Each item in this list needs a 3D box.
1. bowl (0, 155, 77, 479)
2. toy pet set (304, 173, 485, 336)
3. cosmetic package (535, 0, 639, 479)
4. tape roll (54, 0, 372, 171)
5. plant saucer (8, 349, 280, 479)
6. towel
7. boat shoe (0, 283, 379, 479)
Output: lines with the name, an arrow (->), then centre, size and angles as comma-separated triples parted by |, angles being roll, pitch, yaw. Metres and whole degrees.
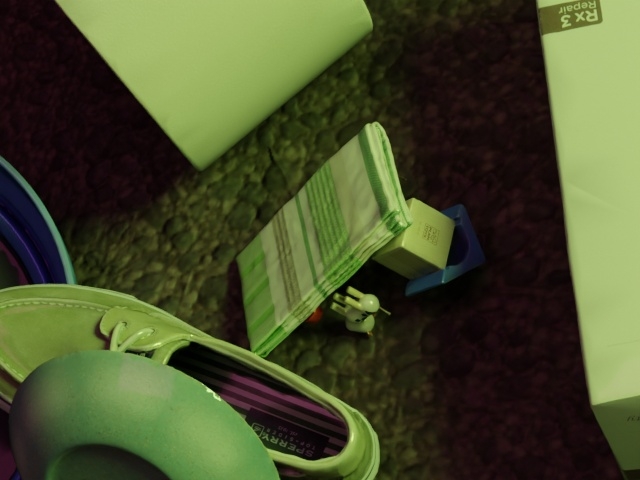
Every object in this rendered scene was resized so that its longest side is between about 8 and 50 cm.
bowl -> -0.363, 0.088, 1.093 | 0.391, 0.077, 0.391 | 0, 66, -1
toy pet set -> 0.056, 0.006, 1.059 | 0.114, 0.065, 0.122 | -24, 45, 53
cosmetic package -> 0.256, -0.061, 0.938 | 0.217, 0.156, 0.385 | -13, 58, 14
tape roll -> -0.101, -0.195, 1.107 | 0.169, 0.246, 0.246 | -40, 56, 0
plant saucer -> -0.118, 0.158, 0.960 | 0.195, 0.195, 0.037 | -1, 31, 23
towel -> 0.000, 0.000, 1.051 | 0.152, 0.023, 0.113 | -45, 31, 24
boat shoe -> -0.103, 0.089, 0.999 | 0.302, 0.094, 0.109 | 16, 67, 10
